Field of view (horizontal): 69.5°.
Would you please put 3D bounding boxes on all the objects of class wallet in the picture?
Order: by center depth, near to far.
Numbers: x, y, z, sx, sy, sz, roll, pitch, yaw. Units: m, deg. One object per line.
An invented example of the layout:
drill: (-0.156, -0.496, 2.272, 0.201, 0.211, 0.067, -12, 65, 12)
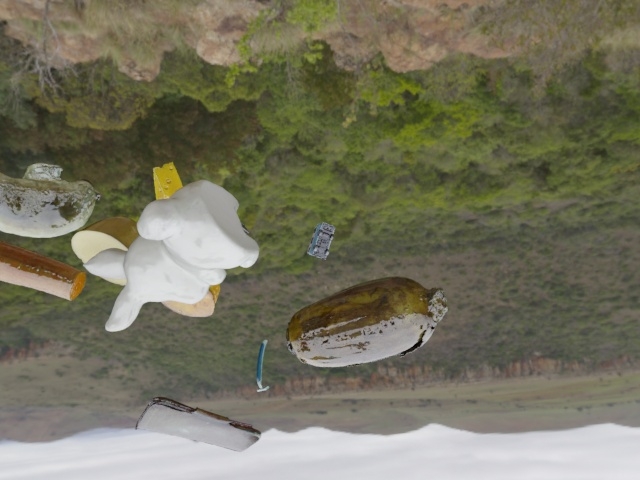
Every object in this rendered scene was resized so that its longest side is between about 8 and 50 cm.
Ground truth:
wallet: (-0.258, 0.407, 1.006, 0.255, 0.031, 0.137, 25, 129, -20)

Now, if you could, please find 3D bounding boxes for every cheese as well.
cheese: (-0.612, -0.223, 1.861, 0.093, 0.171, 0.126, -27, -146, -36)

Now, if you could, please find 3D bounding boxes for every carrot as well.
carrot: (-0.526, 0.041, 0.793, 0.225, 0.067, 0.067, 19, 155, -8)

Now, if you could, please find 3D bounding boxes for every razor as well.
razor: (-0.223, 0.472, 1.757, 0.037, 0.191, 0.068, 15, 152, -32)

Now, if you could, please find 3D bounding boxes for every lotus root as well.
lotus root: (0.109, 0.198, 1.114, 0.397, 0.179, 0.196, -18, 140, 13)

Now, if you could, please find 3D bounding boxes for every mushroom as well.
mushroom: (-0.858, -0.117, 1.389, 0.344, 0.130, 0.248, 15, 115, -42)

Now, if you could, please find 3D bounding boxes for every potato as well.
potato: (-0.585, 0.009, 1.351, 0.203, 0.158, 0.178, 31, 127, -7)

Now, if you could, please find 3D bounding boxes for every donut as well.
donut: (-0.490, 0.146, 1.649, 0.302, 0.110, 0.303, 15, 140, 13)

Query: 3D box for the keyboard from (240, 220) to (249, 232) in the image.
keyboard: (-0.407, -0.094, 2.212, 0.018, 0.060, 0.195, -40, 145, 3)

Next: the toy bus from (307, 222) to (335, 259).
toy bus: (0.000, 0.000, 1.646, 0.060, 0.123, 0.075, 20, 173, -26)

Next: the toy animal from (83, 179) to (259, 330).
toy animal: (-0.327, 0.032, 0.957, 0.367, 0.196, 0.241, -35, 154, 24)
